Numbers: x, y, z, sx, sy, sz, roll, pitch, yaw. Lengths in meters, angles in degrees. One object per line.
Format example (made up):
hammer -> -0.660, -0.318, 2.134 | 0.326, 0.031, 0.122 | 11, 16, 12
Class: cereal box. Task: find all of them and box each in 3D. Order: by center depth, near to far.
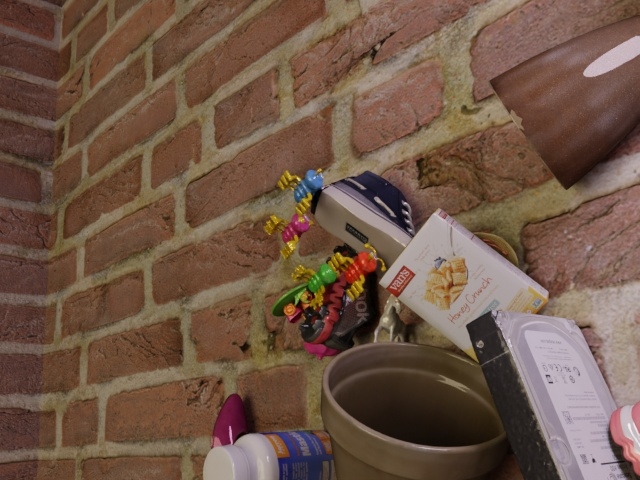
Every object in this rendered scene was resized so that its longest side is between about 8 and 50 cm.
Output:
cereal box -> 0.245, 0.082, 1.210 | 0.240, 0.047, 0.173 | 38, 117, 6

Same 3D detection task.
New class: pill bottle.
pill bottle -> -0.098, 0.475, 1.443 | 0.152, 0.272, 0.152 | -13, 73, 47

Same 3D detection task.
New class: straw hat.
straw hat -> 0.289, 0.041, 1.251 | 0.144, 0.144, 0.061 | -53, 3, 27

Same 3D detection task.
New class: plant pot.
plant pot -> 0.420, -0.231, 1.079 | 0.230, 0.215, 0.215 | -35, 56, 21
plant pot -> 0.151, 0.370, 1.194 | 0.323, 0.323, 0.280 | 30, 122, 48

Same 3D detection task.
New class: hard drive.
hard drive -> 0.355, 0.266, 0.998 | 0.064, 0.237, 0.338 | -39, 54, 37

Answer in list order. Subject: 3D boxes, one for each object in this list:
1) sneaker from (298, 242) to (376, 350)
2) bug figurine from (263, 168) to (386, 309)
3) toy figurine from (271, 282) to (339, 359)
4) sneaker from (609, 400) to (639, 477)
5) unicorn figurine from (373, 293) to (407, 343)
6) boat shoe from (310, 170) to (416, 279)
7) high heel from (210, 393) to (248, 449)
sneaker -> 0.064, 0.111, 1.474 | 0.098, 0.135, 0.276 | -14, 48, 59
bug figurine -> 0.000, 0.000, 1.369 | 0.279, 0.072, 0.216 | 58, 138, 12
toy figurine -> 0.002, 0.179, 1.543 | 0.173, 0.130, 0.159 | -37, 67, 9
sneaker -> 0.513, 0.326, 0.898 | 0.136, 0.116, 0.313 | -50, 49, 28
unicorn figurine -> 0.140, 0.166, 1.339 | 0.060, 0.162, 0.111 | 10, 70, 12
boat shoe -> 0.149, -0.020, 1.377 | 0.340, 0.158, 0.127 | 42, 140, 23
high heel -> -0.163, 0.555, 1.663 | 0.182, 0.127, 0.377 | -6, 71, 19
